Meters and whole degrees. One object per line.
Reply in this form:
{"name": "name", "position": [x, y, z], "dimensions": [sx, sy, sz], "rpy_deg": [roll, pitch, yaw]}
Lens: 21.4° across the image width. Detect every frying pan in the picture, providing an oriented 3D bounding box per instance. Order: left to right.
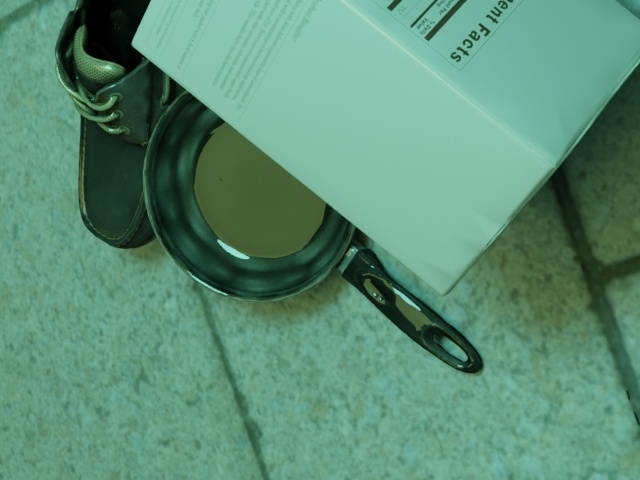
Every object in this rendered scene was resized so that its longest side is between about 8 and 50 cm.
{"name": "frying pan", "position": [0.003, -0.029, 1.408], "dimensions": [0.326, 0.053, 0.197], "rpy_deg": [16, 107, 17]}

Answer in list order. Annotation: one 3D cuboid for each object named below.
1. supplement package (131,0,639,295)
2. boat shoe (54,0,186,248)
{"name": "supplement package", "position": [0.050, -0.141, 1.189], "dimensions": [0.293, 0.175, 0.177], "rpy_deg": [40, 141, 3]}
{"name": "boat shoe", "position": [-0.173, -0.157, 1.463], "dimensions": [0.132, 0.130, 0.355], "rpy_deg": [24, 115, 32]}
